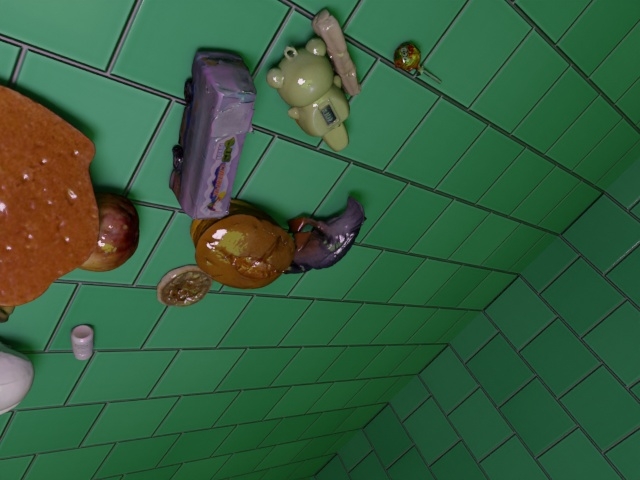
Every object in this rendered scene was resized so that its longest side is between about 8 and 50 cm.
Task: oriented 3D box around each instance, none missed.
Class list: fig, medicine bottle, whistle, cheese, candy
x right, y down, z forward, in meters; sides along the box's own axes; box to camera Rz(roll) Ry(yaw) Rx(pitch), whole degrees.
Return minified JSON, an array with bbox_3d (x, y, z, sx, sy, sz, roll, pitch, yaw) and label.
[{"bbox_3d":[-0.485,-0.011,1.000,0.257,0.159,0.159,-5,140,-1],"label":"fig"},{"bbox_3d":[-0.591,0.254,1.271,0.052,0.052,0.089,-9,138,-30],"label":"medicine bottle"},{"bbox_3d":[-0.007,-0.285,1.047,0.131,0.106,0.288,-37,143,1],"label":"whistle"},{"bbox_3d":[0.037,-0.368,1.020,0.043,0.065,0.194,-39,143,-3],"label":"cheese"},{"bbox_3d":[0.231,-0.392,1.166,0.201,0.060,0.060,8,128,-52],"label":"candy"}]

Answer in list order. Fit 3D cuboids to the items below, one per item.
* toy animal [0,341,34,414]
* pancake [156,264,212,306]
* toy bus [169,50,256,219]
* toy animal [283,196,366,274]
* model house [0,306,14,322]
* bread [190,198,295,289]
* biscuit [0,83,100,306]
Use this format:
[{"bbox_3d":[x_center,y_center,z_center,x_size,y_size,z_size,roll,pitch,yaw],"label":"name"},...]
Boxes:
[{"bbox_3d":[-0.777,0.297,1.076,0.289,0.174,0.249,-20,143,-16],"label":"toy animal"},{"bbox_3d":[-0.350,0.121,1.326,0.152,0.025,0.151,-21,141,-18],"label":"pancake"},{"bbox_3d":[-0.207,-0.189,0.979,0.113,0.138,0.316,-9,140,-32],"label":"toy bus"},{"bbox_3d":[0.000,0.000,1.374,0.298,0.122,0.185,-34,140,11],"label":"toy animal"},{"bbox_3d":[-0.684,0.053,0.895,0.235,0.174,0.193,-8,152,19],"label":"model house"},{"bbox_3d":[-0.183,0.014,1.217,0.195,0.142,0.270,-47,136,10],"label":"bread"},{"bbox_3d":[-0.539,-0.042,0.766,0.455,0.078,0.349,-47,128,-32],"label":"biscuit"}]
